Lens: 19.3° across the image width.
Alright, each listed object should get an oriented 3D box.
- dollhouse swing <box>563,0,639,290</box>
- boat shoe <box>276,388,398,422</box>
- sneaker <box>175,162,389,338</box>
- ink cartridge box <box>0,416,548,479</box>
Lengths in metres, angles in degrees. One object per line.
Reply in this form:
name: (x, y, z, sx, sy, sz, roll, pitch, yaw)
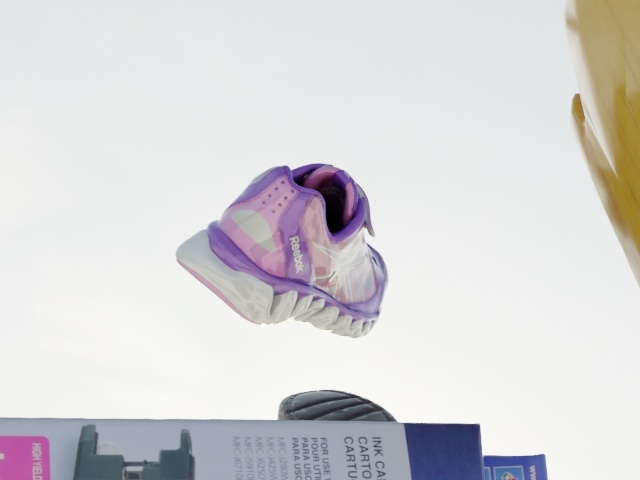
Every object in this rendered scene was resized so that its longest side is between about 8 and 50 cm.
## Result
dollhouse swing: (0.308, -0.091, 0.841, 0.305, 0.315, 0.347, -14, -35, -6)
boat shoe: (0.033, 0.197, 1.442, 0.095, 0.095, 0.257, -5, 19, -21)
sneaker: (0.000, 0.000, 1.271, 0.095, 0.104, 0.236, 38, 10, 21)
ink cartridge box: (-0.024, 0.174, 0.839, 0.311, 0.185, 0.065, 3, -24, -18)
